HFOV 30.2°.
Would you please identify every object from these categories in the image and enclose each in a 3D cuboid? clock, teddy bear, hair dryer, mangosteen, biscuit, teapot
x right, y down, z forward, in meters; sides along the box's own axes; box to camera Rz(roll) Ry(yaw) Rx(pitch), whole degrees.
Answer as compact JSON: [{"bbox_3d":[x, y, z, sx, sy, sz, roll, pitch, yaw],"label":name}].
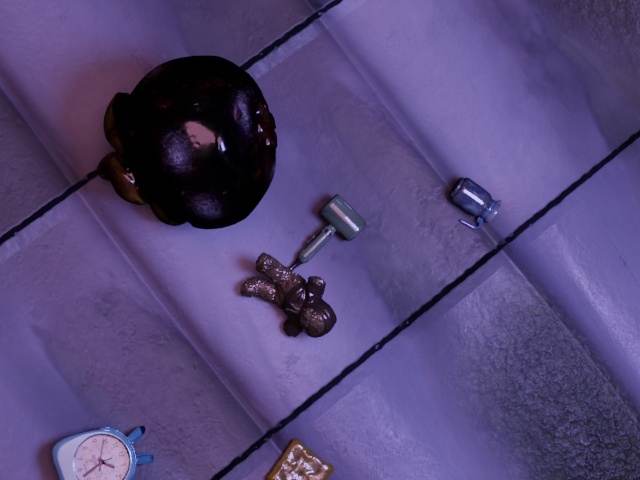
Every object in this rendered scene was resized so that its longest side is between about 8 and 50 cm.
[{"bbox_3d":[-0.328,0.336,1.807,0.147,0.045,0.108,-19,86,-14],"label":"clock"},{"bbox_3d":[-0.041,0.090,1.889,0.160,0.078,0.119,38,119,10],"label":"teddy bear"},{"bbox_3d":[0.000,0.000,1.929,0.071,0.047,0.150,45,82,-2],"label":"hair dryer"},{"bbox_3d":[-0.204,-0.149,1.817,0.287,0.287,0.233,28,67,-5],"label":"mangosteen"},{"bbox_3d":[-0.032,0.368,1.872,0.083,0.018,0.081,38,77,-2],"label":"biscuit"},{"bbox_3d":[0.254,-0.061,1.981,0.083,0.049,0.064,35,76,-4],"label":"teapot"}]
